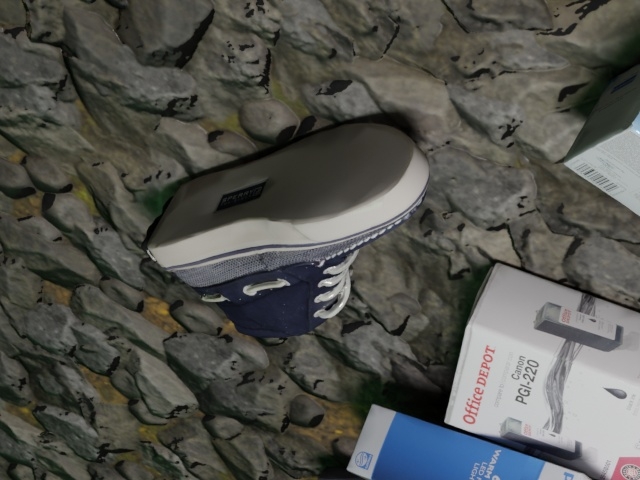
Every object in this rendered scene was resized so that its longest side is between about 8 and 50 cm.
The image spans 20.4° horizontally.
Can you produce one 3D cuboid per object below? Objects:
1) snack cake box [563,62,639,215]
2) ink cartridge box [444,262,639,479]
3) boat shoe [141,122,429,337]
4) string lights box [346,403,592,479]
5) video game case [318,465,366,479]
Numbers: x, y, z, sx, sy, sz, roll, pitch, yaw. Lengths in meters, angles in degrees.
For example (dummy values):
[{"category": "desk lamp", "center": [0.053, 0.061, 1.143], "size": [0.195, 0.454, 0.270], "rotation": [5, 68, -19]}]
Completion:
[{"category": "snack cake box", "center": [0.338, -0.035, 1.381], "size": [0.264, 0.089, 0.152], "rotation": [34, 166, -6]}, {"category": "ink cartridge box", "center": [0.237, 0.131, 1.653], "size": [0.218, 0.092, 0.158], "rotation": [21, 139, 12]}, {"category": "boat shoe", "center": [0.000, 0.000, 1.643], "size": [0.340, 0.127, 0.158], "rotation": [-10, 134, 46]}, {"category": "string lights box", "center": [0.169, 0.240, 1.727], "size": [0.260, 0.076, 0.133], "rotation": [14, 169, 43]}, {"category": "video game case", "center": [0.138, 0.371, 1.924], "size": [0.248, 0.035, 0.274], "rotation": [-1, 114, 22]}]
